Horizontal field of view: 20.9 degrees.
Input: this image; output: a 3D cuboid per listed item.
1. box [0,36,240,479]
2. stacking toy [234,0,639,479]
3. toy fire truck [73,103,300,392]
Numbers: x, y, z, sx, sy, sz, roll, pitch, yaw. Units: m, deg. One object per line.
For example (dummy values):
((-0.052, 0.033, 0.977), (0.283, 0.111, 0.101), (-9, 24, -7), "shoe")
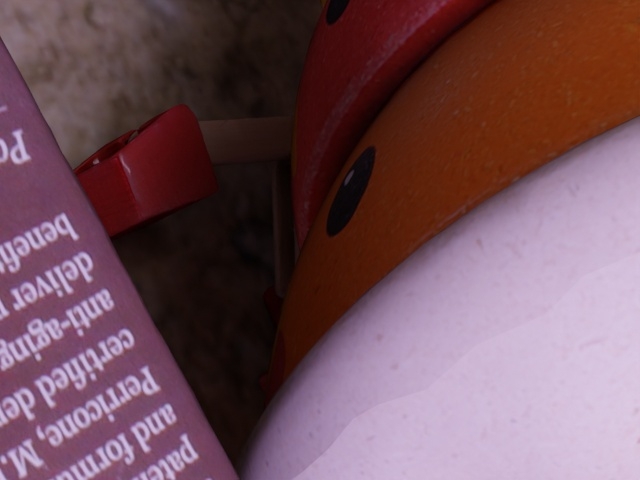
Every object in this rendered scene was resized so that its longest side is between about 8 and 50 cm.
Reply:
((-0.151, 0.033, 0.404), (0.143, 0.191, 0.381), (-29, 93, -47), "box")
((0.106, -0.078, 0.619), (0.350, 0.350, 0.480), (22, 38, -36), "stacking toy")
((0.000, 0.000, 0.669), (0.192, 0.047, 0.135), (-28, 93, -47), "toy fire truck")
